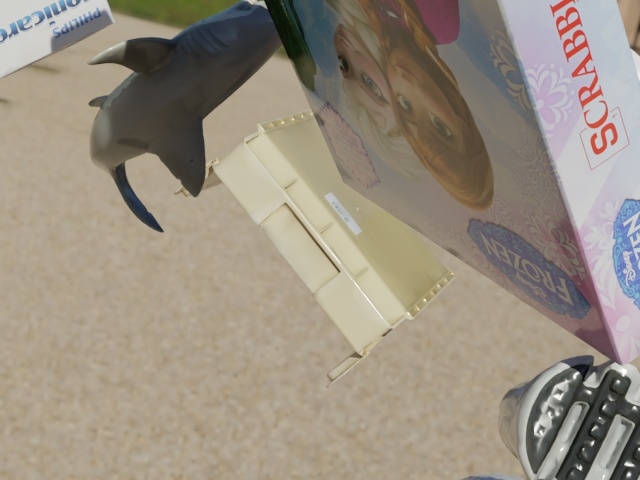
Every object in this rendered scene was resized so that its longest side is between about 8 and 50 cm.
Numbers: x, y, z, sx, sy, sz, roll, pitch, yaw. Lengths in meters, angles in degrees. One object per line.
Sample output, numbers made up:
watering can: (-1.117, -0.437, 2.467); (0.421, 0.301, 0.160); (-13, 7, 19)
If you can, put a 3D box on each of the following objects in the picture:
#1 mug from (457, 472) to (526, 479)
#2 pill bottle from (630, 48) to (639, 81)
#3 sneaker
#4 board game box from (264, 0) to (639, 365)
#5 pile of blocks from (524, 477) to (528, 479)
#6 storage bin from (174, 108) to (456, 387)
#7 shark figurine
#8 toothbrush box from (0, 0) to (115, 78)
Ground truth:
mug: (0.174, 0.457, 1.642); (0.276, 0.374, 0.328); (21, 20, 11)
pill bottle: (0.280, -0.116, 1.712); (0.153, 0.265, 0.153); (49, -11, 12)
sneaker: (0.233, 0.166, 0.865); (0.292, 0.110, 0.118); (36, -11, -6)
board game box: (0.059, -0.121, 0.819); (0.066, 0.318, 0.319); (-34, 33, -13)
pile of blocks: (0.277, 0.267, 1.335); (0.149, 0.112, 0.362); (47, -10, -24)
storage bin: (0.000, 0.000, 1.563); (0.262, 0.123, 0.260); (52, 20, 3)
shark figurine: (-0.124, -0.076, 1.110); (0.166, 0.116, 0.278); (-21, -13, -42)
toothbrush box: (-0.319, -0.303, 1.200); (0.126, 0.295, 0.216); (-31, 30, -26)
